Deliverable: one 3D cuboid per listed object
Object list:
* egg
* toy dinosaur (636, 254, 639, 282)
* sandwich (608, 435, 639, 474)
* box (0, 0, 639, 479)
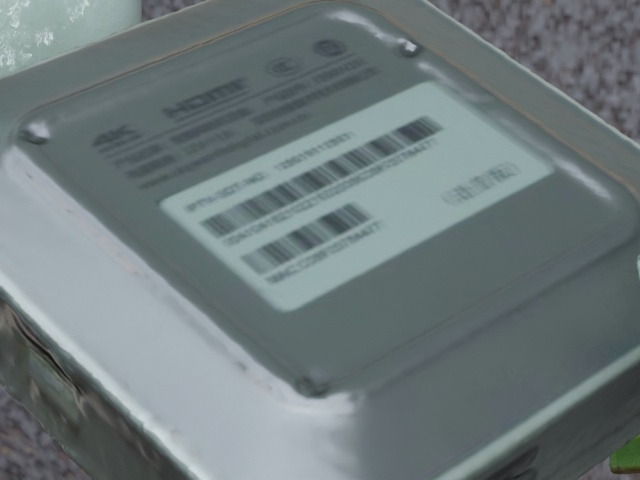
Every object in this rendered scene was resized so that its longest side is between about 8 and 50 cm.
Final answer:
[{"bbox_3d":[-0.304,-0.168,1.607,0.230,0.371,0.230,22,35,-16],"label":"egg"},{"bbox_3d":[0.211,0.069,0.813,0.129,0.076,0.383,22,62,-28],"label":"toy dinosaur"},{"bbox_3d":[0.265,0.123,1.200,0.074,0.116,0.074,-7,82,-41],"label":"sandwich"},{"bbox_3d":[-0.001,0.000,0.982,0.396,0.111,0.396,-27,53,-36],"label":"box"}]
